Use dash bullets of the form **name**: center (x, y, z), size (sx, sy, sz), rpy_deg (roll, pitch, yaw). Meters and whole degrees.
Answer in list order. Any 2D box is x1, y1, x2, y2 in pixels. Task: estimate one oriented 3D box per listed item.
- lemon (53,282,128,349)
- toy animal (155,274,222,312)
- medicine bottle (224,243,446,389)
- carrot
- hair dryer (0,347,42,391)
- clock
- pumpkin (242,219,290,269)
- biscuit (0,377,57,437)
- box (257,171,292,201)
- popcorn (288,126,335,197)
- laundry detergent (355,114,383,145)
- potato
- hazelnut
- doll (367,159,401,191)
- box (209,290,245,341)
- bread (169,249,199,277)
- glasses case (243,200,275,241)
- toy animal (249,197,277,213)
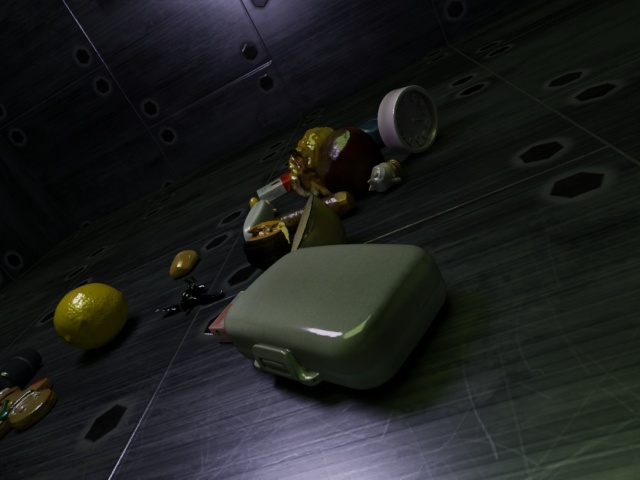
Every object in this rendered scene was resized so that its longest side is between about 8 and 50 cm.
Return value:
- **lemon**: center (-0.630, 0.205, 1.316), size (0.178, 0.178, 0.203), rpy_deg (-16, 27, 29)
- **toy animal**: center (-0.347, 0.149, 1.270), size (0.220, 0.062, 0.108), rpy_deg (-20, 42, 20)
- **medicine bottle**: center (0.010, 0.111, 0.813), size (0.375, 0.123, 0.282), rpy_deg (-1, 36, 48)
- **carrot**: center (-0.024, -0.073, 1.336), size (0.260, 0.070, 0.070), rpy_deg (-18, 25, 29)
- **hair dryer**: center (-0.936, 0.410, 1.399), size (0.219, 0.071, 0.124), rpy_deg (-29, 18, 19)
- **clock**: center (0.266, -0.358, 1.424), size (0.197, 0.196, 0.068), rpy_deg (-41, 26, -26)
- **pumpkin**: center (-0.133, 0.017, 1.214), size (0.119, 0.107, 0.183), rpy_deg (-19, 16, 6)
- **biscuit**: center (-0.775, 0.422, 1.195), size (0.302, 0.049, 0.197), rpy_deg (-14, 29, 32)
- **box**: center (-0.164, -0.198, 1.804), size (0.152, 0.048, 0.100), rpy_deg (-28, 24, -2)
- **popcorn**: center (-0.014, -0.247, 1.543), size (0.253, 0.191, 0.190), rpy_deg (-53, 17, -29)
- **laundry detergent**: center (0.240, -0.436, 1.762), size (0.290, 0.094, 0.143), rpy_deg (-41, 21, -25)
- **potato**: center (0.000, 0.000, 1.083), size (0.202, 0.117, 0.182), rpy_deg (-89, 21, -65)
- **hazelnut**: center (0.096, -0.225, 1.380), size (0.208, 0.208, 0.208), rpy_deg (-25, 22, 11)
- **doll**: center (0.180, -0.170, 1.300), size (0.084, 0.073, 0.127), rpy_deg (25, 48, 25)
- **box**: center (-0.168, 0.162, 1.024), size (0.089, 0.043, 0.125), rpy_deg (-10, 29, 38)
- **bread**: center (-0.448, 0.070, 1.545), size (0.082, 0.056, 0.115), rpy_deg (-20, 24, 24)
- **glasses case**: center (-0.182, -0.046, 1.430), size (0.059, 0.092, 0.233), rpy_deg (-18, 23, 15)
- **toy animal**: center (-0.189, -0.105, 1.582), size (0.082, 0.091, 0.114), rpy_deg (-17, 19, -8)
